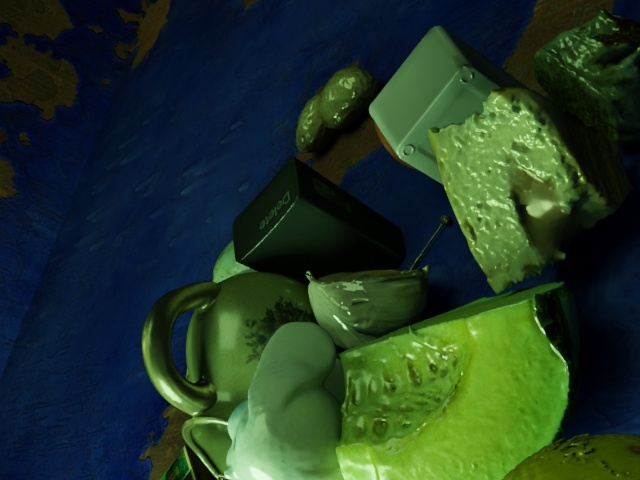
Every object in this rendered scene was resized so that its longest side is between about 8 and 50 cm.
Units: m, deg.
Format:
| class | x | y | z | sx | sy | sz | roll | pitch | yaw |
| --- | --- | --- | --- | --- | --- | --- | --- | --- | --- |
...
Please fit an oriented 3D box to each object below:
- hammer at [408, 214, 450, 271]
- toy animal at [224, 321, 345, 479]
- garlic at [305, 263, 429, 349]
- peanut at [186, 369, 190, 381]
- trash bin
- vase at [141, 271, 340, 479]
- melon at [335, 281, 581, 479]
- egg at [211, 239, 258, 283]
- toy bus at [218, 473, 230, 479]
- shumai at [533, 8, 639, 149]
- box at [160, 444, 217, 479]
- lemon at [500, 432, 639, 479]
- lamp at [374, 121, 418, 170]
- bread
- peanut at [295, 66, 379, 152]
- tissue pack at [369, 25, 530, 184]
| class | x | y | z | sx | sy | sz | roll | pitch | yaw |
| --- | --- | --- | --- | --- | --- | --- | --- | --- | --- |
| hammer | 0.161 | 0.013 | 1.739 | 0.123 | 0.014 | 0.029 | -56 | 18 | 11 |
| toy animal | -0.001 | 0.255 | 1.505 | 0.174 | 0.249 | 0.289 | -35 | 18 | 27 |
| garlic | 0.070 | 0.107 | 1.652 | 0.229 | 0.178 | 0.143 | -155 | 62 | -82 |
| peanut | -0.171 | 0.249 | 1.976 | 0.197 | 0.110 | 0.233 | -63 | 22 | 21 |
| trash bin | 0.000 | 0.000 | 1.794 | 0.165 | 0.225 | 0.115 | -46 | 30 | 26 |
| vase | -0.134 | 0.195 | 1.721 | 0.241 | 0.329 | 0.302 | -21 | 46 | 47 |
| melon | 0.173 | 0.179 | 1.348 | 0.343 | 0.226 | 0.331 | -19 | 36 | 37 |
| egg | -0.086 | 0.056 | 1.957 | 0.231 | 0.169 | 0.169 | -30 | 38 | 29 |
| toy bus | -0.121 | 0.437 | 1.638 | 0.096 | 0.073 | 0.235 | -24 | -51 | -64 |
| shumai | 0.375 | -0.222 | 1.473 | 0.142 | 0.184 | 0.184 | -37 | 26 | -6 |
| box | -0.222 | 0.475 | 1.891 | 0.159 | 0.071 | 0.240 | -57 | 27 | 11 |
| lemon | 0.271 | 0.299 | 1.000 | 0.310 | 0.258 | 0.258 | -8 | 57 | 60 |
| lamp | 0.182 | -0.190 | 1.743 | 0.187 | 0.164 | 0.188 | -32 | 18 | 12 |
| bread | 0.269 | -0.091 | 1.412 | 0.183 | 0.224 | 0.211 | -30 | 2 | 38 |
| peanut | 0.024 | -0.249 | 2.158 | 0.228 | 0.085 | 0.104 | -38 | 45 | 41 |
| tissue pack | 0.216 | -0.148 | 1.543 | 0.159 | 0.246 | 0.136 | -50 | 30 | 18 |
